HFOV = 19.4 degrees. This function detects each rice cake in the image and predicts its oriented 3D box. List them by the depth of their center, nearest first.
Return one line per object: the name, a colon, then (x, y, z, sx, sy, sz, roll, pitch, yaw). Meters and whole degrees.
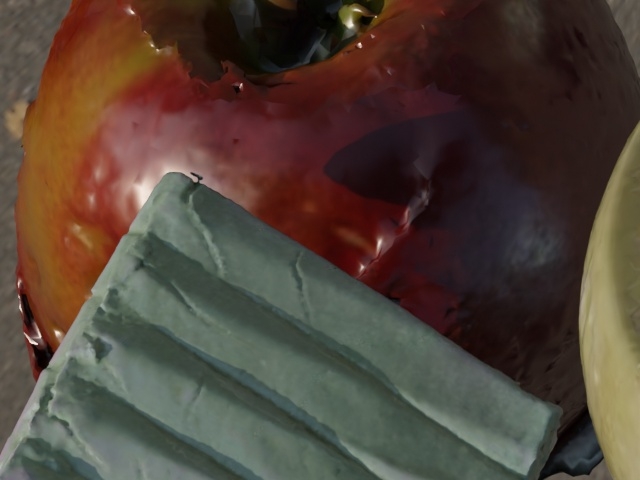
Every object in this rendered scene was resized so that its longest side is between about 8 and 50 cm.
rice cake: (-0.019, 0.087, 0.746, 0.198, 0.189, 0.037, 25, 153, 8)

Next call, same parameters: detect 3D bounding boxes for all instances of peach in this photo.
peach: (0.000, 0.000, 1.044, 0.353, 0.339, 0.416, -27, 146, -11)

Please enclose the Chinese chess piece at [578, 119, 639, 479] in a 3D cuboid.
Chinese chess piece: (0.208, 0.025, 0.571, 0.257, 0.257, 0.104, 1, 143, 16)
